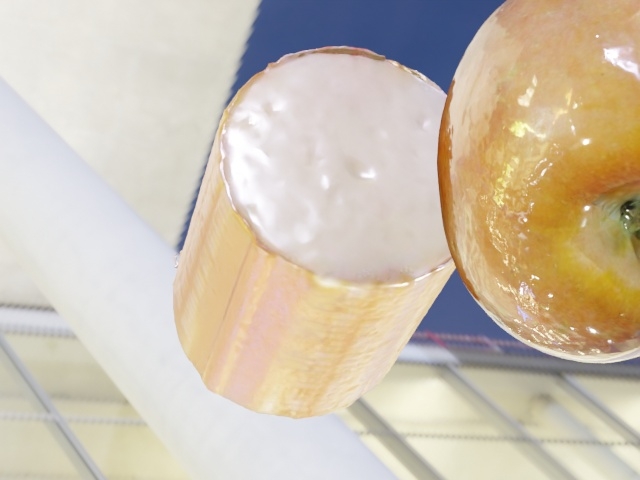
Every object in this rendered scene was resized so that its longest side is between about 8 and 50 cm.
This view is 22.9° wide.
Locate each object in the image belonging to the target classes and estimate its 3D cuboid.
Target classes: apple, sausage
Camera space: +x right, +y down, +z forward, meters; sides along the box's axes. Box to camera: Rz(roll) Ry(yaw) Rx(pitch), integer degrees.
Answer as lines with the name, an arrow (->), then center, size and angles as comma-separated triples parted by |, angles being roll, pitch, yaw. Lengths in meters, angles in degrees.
apple -> 0.184, -0.046, 0.986 | 0.253, 0.253, 0.254 | -15, -58, -26
sausage -> 0.000, 0.000, 1.367 | 0.233, 0.233, 0.287 | -21, -19, -22
